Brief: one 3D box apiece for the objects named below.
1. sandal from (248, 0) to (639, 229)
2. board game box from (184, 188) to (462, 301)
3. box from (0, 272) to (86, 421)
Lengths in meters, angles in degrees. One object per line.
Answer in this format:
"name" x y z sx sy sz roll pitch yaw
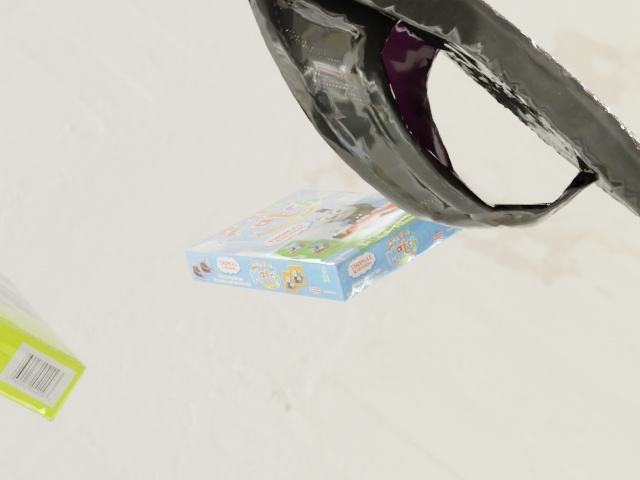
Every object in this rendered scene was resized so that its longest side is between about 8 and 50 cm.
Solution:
"sandal" 0.019 -0.105 0.735 0.446 0.107 0.167 39 -171 17
"board game box" 0.000 0.000 1.289 0.160 0.039 0.211 -30 -158 -38
"box" -0.215 0.036 0.816 0.109 0.042 0.178 35 178 -33
